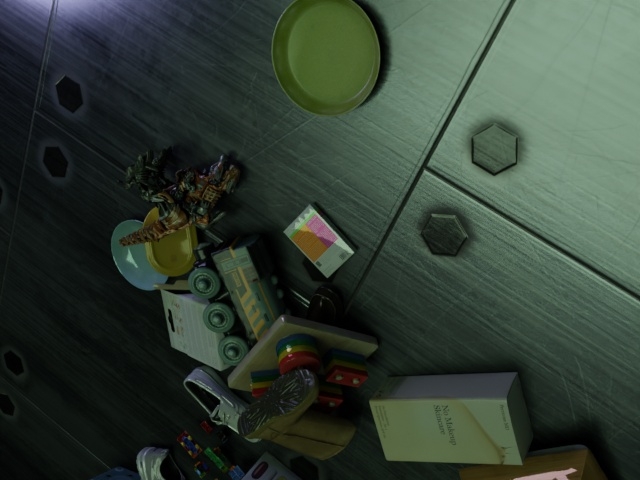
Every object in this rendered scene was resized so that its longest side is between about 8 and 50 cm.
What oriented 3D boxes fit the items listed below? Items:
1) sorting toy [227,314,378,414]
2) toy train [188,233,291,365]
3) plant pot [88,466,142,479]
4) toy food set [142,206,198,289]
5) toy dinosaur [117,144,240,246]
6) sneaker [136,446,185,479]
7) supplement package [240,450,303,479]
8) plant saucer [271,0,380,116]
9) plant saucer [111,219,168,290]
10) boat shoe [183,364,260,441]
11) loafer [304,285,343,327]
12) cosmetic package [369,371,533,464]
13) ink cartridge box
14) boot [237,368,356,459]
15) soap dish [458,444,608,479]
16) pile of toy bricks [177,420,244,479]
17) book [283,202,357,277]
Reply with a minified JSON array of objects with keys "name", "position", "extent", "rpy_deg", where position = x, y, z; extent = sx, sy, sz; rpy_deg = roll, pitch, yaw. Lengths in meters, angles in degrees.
[{"name":"sorting toy","position":[-0.036,0.301,1.527],"extent":[0.255,0.089,0.257],"rpy_deg":[18,129,-29]},{"name":"toy train","position":[-0.176,0.144,1.601],"extent":[0.190,0.142,0.334],"rpy_deg":[-19,101,12]},{"name":"plant pot","position":[-0.622,0.844,2.073],"extent":[0.246,0.247,0.253],"rpy_deg":[10,96,25]},{"name":"toy food set","position":[-0.366,0.015,1.689],"extent":[0.128,0.071,0.218],"rpy_deg":[-6,99,-8]},{"name":"toy dinosaur","position":[-0.341,-0.096,1.570],"extent":[0.322,0.164,0.218],"rpy_deg":[-39,95,-9]},{"name":"sneaker","position":[-0.445,0.741,2.006],"extent":[0.115,0.105,0.282],"rpy_deg":[-18,99,33]},{"name":"supplement package","position":[-0.114,0.735,1.799],"extent":[0.261,0.145,0.204],"rpy_deg":[35,122,12]},{"name":"plant saucer","position":[0.014,-0.370,1.359],"extent":[0.240,0.037,0.241],"rpy_deg":[11,115,25]},{"name":"plant saucer","position":[-0.459,0.034,1.777],"extent":[0.194,0.037,0.195],"rpy_deg":[11,115,25]},{"name":"boat shoe","position":[-0.259,0.447,1.801],"extent":[0.258,0.084,0.095],"rpy_deg":[40,123,10]},{"name":"loafer","position":[-0.006,0.209,1.572],"extent":[0.080,0.078,0.220],"rpy_deg":[21,118,20]},{"name":"cosmetic package","position":[0.278,0.382,1.466],"extent":[0.309,0.113,0.160],"rpy_deg":[-10,104,32]},{"name":"ink cartridge box","position":[-0.322,0.222,1.781],"extent":[0.224,0.056,0.181],"rpy_deg":[14,117,44]},{"name":"boot","position":[-0.016,0.388,1.503],"extent":[0.236,0.269,0.089],"rpy_deg":[-36,45,26]},{"name":"soap dish","position":[0.460,0.551,1.407],"extent":[0.290,0.118,0.229],"rpy_deg":[-23,109,34]},{"name":"pile of toy bricks","position":[-0.290,0.600,1.877],"extent":[0.212,0.118,0.105],"rpy_deg":[46,162,12]},{"name":"book","position":[0.000,0.000,1.516],"extent":[0.144,0.035,0.096],"rpy_deg":[48,121,4]}]
